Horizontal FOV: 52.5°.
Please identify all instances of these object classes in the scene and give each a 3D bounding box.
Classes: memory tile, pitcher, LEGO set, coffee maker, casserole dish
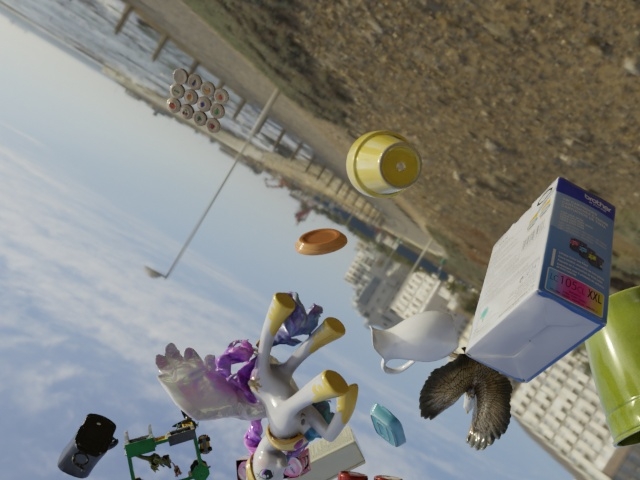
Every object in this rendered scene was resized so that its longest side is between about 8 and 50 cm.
[{"bbox_3d":[-0.288,-0.326,1.514,0.148,0.113,0.012,28,-153,9],"label":"memory tile"},{"bbox_3d":[0.243,0.268,1.654,0.125,0.207,0.177,-96,-9,-47],"label":"pitcher"},{"bbox_3d":[-0.554,0.754,2.295,0.192,0.331,0.255,-177,68,-73],"label":"LEGO set"},{"bbox_3d":[-0.697,0.617,1.894,0.120,0.178,0.171,43,-145,5],"label":"coffee maker"},{"bbox_3d":[0.198,0.557,1.941,0.114,0.037,0.188,30,151,35],"label":"casserole dish"}]

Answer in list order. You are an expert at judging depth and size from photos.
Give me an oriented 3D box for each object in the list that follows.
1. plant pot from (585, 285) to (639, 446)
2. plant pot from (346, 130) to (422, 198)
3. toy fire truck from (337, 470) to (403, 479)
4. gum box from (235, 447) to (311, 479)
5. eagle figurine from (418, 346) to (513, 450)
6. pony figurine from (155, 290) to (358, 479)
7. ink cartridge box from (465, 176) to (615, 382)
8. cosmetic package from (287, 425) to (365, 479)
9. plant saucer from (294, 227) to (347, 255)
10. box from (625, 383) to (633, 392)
[{"bbox_3d":[0.890,0.325,1.762,0.366,0.366,0.353,28,-143,-50],"label":"plant pot"},{"bbox_3d":[0.247,-0.270,2.337,0.254,0.254,0.239,30,180,-17],"label":"plant pot"},{"bbox_3d":[0.173,0.837,2.035,0.302,0.169,0.254,10,167,-13],"label":"toy fire truck"},{"bbox_3d":[-0.122,0.612,1.768,0.188,0.062,0.107,-10,170,15],"label":"gum box"},{"bbox_3d":[0.442,0.434,1.886,0.298,0.226,0.225,-36,-73,-57],"label":"eagle figurine"},{"bbox_3d":[-0.095,0.272,1.189,0.303,0.363,0.351,3,-141,-41],"label":"pony figurine"},{"bbox_3d":[0.466,0.059,1.354,0.151,0.395,0.270,28,139,-2],"label":"ink cartridge box"},{"bbox_3d":[0.013,0.890,2.626,0.113,0.309,0.160,63,179,-9],"label":"cosmetic package"},{"bbox_3d":[0.000,0.000,2.414,0.200,0.037,0.200,-8,-159,3],"label":"plant saucer"},{"bbox_3d":[0.883,0.338,1.694,0.164,0.021,0.201,15,-137,12],"label":"box"}]
